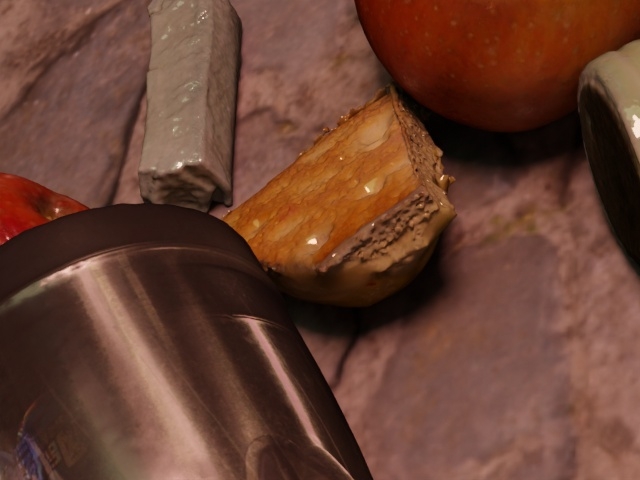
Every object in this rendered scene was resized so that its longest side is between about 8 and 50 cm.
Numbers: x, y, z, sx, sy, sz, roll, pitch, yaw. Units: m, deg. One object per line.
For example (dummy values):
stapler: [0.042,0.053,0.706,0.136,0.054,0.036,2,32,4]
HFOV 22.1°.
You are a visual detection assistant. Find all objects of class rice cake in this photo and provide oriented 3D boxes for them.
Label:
rice cake: [-0.094,-0.105,1.186,0.063,0.069,0.206,-11,51,16]

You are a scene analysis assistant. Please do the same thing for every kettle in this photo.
kettle: [-0.096,0.196,0.889,0.321,0.228,0.324,-49,49,19]

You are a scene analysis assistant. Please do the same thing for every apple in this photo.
apple: [0.128,-0.180,1.072,0.235,0.173,0.210,-37,63,-23]

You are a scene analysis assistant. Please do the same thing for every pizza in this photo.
pizza: [0.006,0.000,1.066,0.204,0.080,0.188,-36,25,8]

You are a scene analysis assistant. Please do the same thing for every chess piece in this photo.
chess piece: [0.300,-0.079,0.972,0.271,0.139,0.139,-16,50,-3]

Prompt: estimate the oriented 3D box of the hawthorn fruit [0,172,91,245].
hawthorn fruit: [-0.214,0.038,1.072,0.172,0.173,0.173,-12,52,16]
